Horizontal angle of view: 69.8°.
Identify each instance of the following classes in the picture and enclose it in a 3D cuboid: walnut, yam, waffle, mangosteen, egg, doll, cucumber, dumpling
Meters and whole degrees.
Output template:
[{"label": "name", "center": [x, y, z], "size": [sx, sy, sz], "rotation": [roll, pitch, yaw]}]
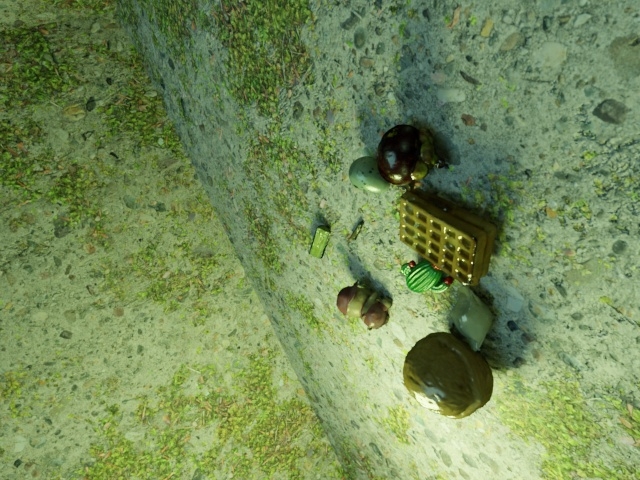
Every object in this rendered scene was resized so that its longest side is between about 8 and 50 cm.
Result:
[{"label": "walnut", "center": [0.458, 0.488, 1.654], "size": [0.333, 0.333, 0.332], "rotation": [39, 145, 36]}, {"label": "yam", "center": [0.157, -0.045, 1.982], "size": [0.033, 0.027, 0.129], "rotation": [50, 149, 19]}, {"label": "waffle", "center": [0.394, -0.019, 1.476], "size": [0.328, 0.098, 0.224], "rotation": [38, 146, 41]}, {"label": "mangosteen", "center": [0.285, -0.265, 1.445], "size": [0.218, 0.192, 0.192], "rotation": [11, 131, 17]}, {"label": "egg", "center": [0.179, -0.232, 1.670], "size": [0.164, 0.131, 0.131], "rotation": [44, 147, 20]}, {"label": "doll", "center": [0.195, 0.291, 2.088], "size": [0.256, 0.152, 0.196], "rotation": [26, 105, 27]}, {"label": "cucumber", "center": [0.002, -0.001, 2.251], "size": [0.078, 0.062, 0.211], "rotation": [22, 137, 2]}, {"label": "dumpling", "center": [0.511, 0.255, 1.585], "size": [0.215, 0.126, 0.166], "rotation": [53, -179, -11]}]

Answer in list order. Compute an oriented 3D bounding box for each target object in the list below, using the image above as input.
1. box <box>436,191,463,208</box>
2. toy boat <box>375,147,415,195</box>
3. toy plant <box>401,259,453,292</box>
[{"label": "box", "center": [0.450, -0.049, 1.489], "size": [0.220, 0.032, 0.122], "rotation": [45, 148, 27]}, {"label": "toy boat", "center": [0.257, -0.243, 1.595], "size": [0.072, 0.065, 0.205], "rotation": [-34, 84, 45]}, {"label": "toy plant", "center": [0.401, 0.128, 1.674], "size": [0.241, 0.088, 0.154], "rotation": [-17, 112, 51]}]
